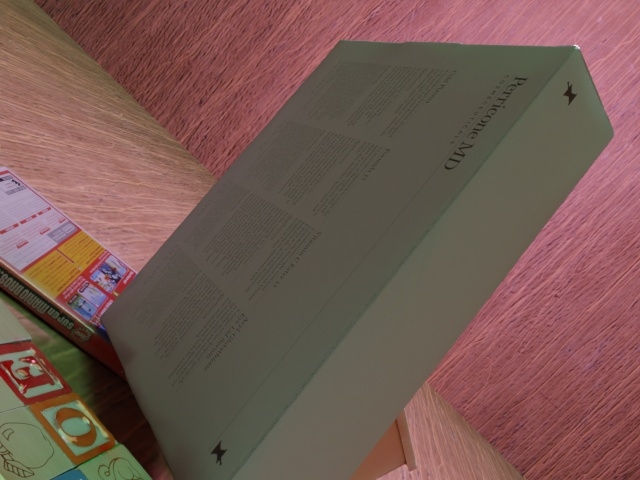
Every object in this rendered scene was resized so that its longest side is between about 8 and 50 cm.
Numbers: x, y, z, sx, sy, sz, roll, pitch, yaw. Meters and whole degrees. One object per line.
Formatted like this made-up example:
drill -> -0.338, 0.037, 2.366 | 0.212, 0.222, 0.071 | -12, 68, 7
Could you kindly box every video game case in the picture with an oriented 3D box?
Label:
video game case -> -0.274, 0.033, 0.613 | 0.285, 0.025, 0.204 | 42, 5, -14

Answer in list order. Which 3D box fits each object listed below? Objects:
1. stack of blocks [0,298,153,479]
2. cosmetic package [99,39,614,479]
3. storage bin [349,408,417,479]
stack of blocks -> -0.176, 0.127, 0.250 | 0.297, 0.087, 0.171 | 45, 5, 11
cosmetic package -> 0.000, 0.000, 0.470 | 0.097, 0.377, 0.284 | 44, -7, -33
storage bin -> -0.016, 0.131, 0.682 | 0.260, 0.123, 0.262 | 50, -19, 52
